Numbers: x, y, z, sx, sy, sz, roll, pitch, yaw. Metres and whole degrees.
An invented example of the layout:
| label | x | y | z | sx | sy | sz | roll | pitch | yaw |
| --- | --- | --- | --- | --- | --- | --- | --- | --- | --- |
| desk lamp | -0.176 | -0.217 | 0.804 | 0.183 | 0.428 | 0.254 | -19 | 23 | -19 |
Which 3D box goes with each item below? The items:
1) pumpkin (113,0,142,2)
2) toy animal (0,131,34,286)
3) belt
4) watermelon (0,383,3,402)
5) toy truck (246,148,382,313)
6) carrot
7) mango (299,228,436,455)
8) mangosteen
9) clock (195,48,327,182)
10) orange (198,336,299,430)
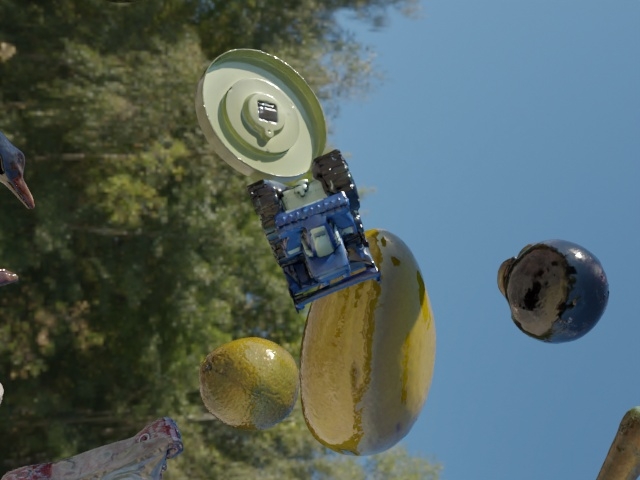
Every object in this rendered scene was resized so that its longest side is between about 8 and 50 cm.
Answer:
| label | x | y | z | sx | sy | sz | roll | pitch | yaw |
| --- | --- | --- | --- | --- | --- | --- | --- | --- | --- |
| pumpkin | -0.279 | -0.470 | 1.192 | 0.296 | 0.296 | 0.295 | 179 | -90 | -69 |
| toy animal | -0.403 | -0.029 | 0.937 | 0.122 | 0.298 | 0.185 | -6 | -81 | 32 |
| belt | -0.282 | 0.289 | 1.140 | 0.053 | 0.232 | 0.071 | -132 | -154 | -65 |
| watermelon | -0.398 | 0.157 | 0.982 | 0.071 | 0.139 | 0.187 | -70 | 166 | -49 |
| toy truck | 0.000 | 0.000 | 1.040 | 0.208 | 0.113 | 0.126 | 70 | -1 | -67 |
| carrot | 0.506 | 0.417 | 1.579 | 0.078 | 0.078 | 0.298 | 54 | -49 | 56 |
| mango | 0.086 | 0.173 | 1.548 | 0.221 | 0.301 | 0.444 | 23 | -52 | 21 |
| mangosteen | 0.455 | 0.088 | 1.843 | 0.250 | 0.212 | 0.211 | -128 | -139 | -61 |
| clock | -0.090 | -0.202 | 1.472 | 0.029 | 0.235 | 0.234 | -33 | -120 | 49 |
| orange | -0.065 | 0.129 | 0.830 | 0.085 | 0.095 | 0.085 | -26 | -127 | 39 |
